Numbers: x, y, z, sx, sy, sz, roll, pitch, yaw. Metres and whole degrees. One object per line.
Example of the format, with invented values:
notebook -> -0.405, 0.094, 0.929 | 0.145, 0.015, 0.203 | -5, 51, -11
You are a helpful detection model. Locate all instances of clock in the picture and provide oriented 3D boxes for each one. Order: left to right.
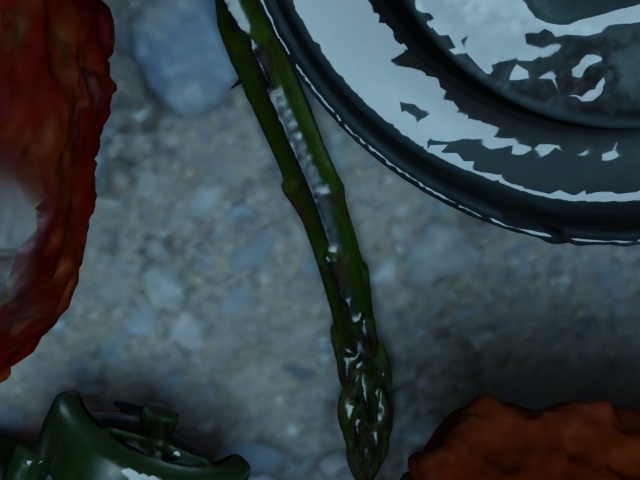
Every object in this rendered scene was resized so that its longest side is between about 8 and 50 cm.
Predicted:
clock -> 0.122, -0.157, 0.692 | 0.319, 0.066, 0.318 | -1, 109, -3

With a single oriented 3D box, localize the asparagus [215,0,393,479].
asparagus -> -0.001, 0.000, 0.755 | 0.034, 0.027, 0.236 | -15, 109, 6

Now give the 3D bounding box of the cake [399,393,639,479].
cake -> 0.142, 0.251, 0.680 | 0.270, 0.269, 0.319 | 5, 141, -6

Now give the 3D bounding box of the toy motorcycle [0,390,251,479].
toy motorcycle -> -0.164, 0.146, 0.741 | 0.275, 0.127, 0.205 | 20, 109, -13

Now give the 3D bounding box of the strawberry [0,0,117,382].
strawberry -> -0.204, -0.082, 0.572 | 0.292, 0.310, 0.291 | -2, 113, -4
